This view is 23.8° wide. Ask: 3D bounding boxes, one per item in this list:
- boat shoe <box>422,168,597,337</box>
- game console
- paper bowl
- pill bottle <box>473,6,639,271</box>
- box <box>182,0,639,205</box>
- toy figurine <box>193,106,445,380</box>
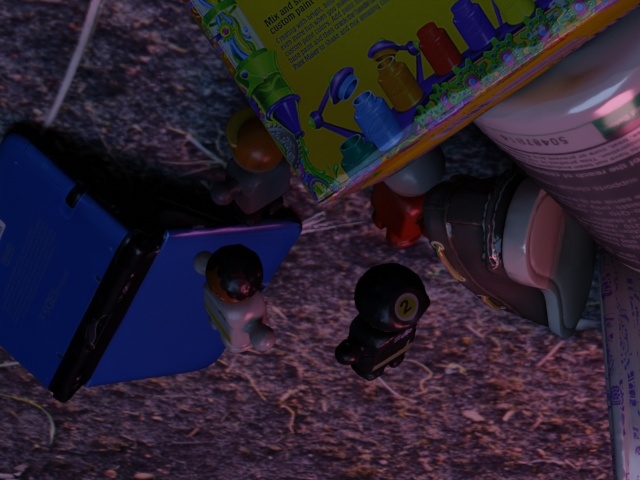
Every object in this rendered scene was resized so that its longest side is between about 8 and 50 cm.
[{"bbox_3d":[0.174,0.011,1.338,0.096,0.117,0.324,10,172,21],"label":"boat shoe"},{"bbox_3d":[-0.201,0.019,1.515,0.250,0.173,0.293,42,138,7],"label":"game console"},{"bbox_3d":[0.333,0.141,1.378,0.148,0.284,0.284,-5,140,11],"label":"paper bowl"},{"bbox_3d":[0.256,-0.093,1.145,0.204,0.204,0.361,-19,144,29],"label":"pill bottle"},{"bbox_3d":[0.060,-0.222,0.906,0.290,0.177,0.279,-34,87,20],"label":"box"},{"bbox_3d":[0.000,0.000,1.315,0.209,0.213,0.148,11,153,2],"label":"toy figurine"}]
